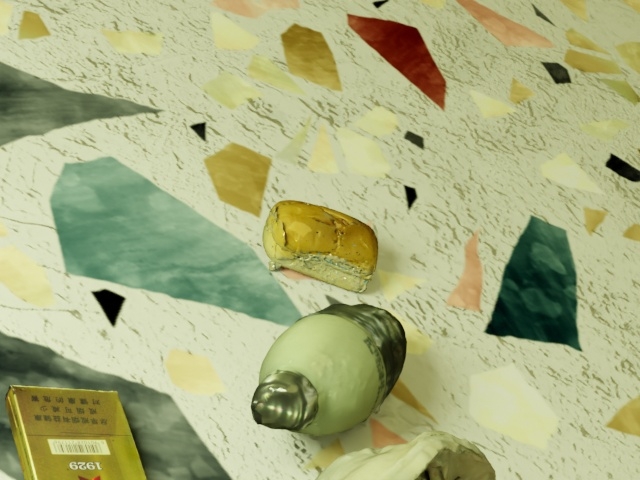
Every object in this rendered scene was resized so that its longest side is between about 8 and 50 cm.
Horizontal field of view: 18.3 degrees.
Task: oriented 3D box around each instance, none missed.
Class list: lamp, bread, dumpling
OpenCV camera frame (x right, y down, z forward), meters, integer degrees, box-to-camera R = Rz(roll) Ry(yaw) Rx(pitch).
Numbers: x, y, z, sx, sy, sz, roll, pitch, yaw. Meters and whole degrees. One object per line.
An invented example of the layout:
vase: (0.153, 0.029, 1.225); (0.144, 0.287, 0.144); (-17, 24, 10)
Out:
lamp: (0.011, 0.104, 1.643); (0.101, 0.101, 0.250); (34, 23, 11)
bread: (0.000, 0.000, 1.809); (0.106, 0.053, 0.072); (21, 38, -16)
dumpling: (0.058, 0.204, 1.509); (0.199, 0.136, 0.118); (-18, 59, -32)

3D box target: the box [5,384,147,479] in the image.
box: (-0.182, 0.164, 1.501); (0.090, 0.023, 0.133); (3, 40, -27)
